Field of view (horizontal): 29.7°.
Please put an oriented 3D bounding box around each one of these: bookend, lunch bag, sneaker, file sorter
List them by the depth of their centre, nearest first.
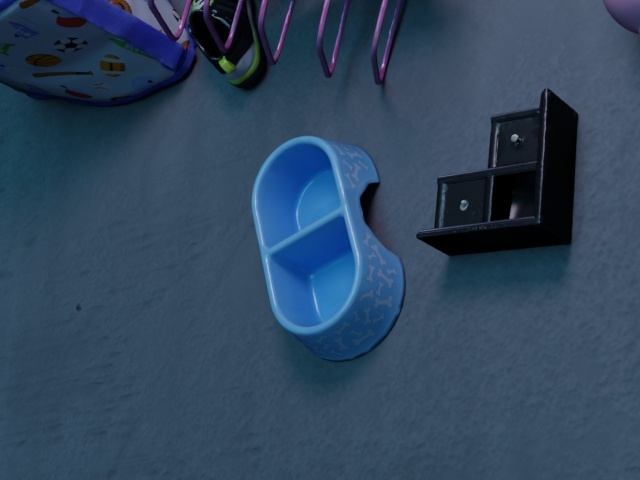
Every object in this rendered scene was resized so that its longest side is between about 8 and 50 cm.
[{"bbox_3d":[0.197,-0.072,1.344,0.156,0.072,0.157,-6,68,38],"label":"bookend"},{"bbox_3d":[-0.042,-0.315,1.472,0.290,0.202,0.182,14,85,6],"label":"file sorter"},{"bbox_3d":[-0.145,-0.317,1.706,0.084,0.097,0.235,-41,52,19],"label":"sneaker"},{"bbox_3d":[-0.410,-0.349,1.786,0.385,0.328,0.239,16,84,43],"label":"lunch bag"}]

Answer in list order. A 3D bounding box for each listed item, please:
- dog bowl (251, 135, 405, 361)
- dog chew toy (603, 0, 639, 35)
[{"bbox_3d":[0.000,0.000,1.476,0.166,0.074,0.297,-30,57,27],"label":"dog bowl"},{"bbox_3d":[0.359,-0.366,1.257,0.206,0.206,0.332,-5,78,38],"label":"dog chew toy"}]
